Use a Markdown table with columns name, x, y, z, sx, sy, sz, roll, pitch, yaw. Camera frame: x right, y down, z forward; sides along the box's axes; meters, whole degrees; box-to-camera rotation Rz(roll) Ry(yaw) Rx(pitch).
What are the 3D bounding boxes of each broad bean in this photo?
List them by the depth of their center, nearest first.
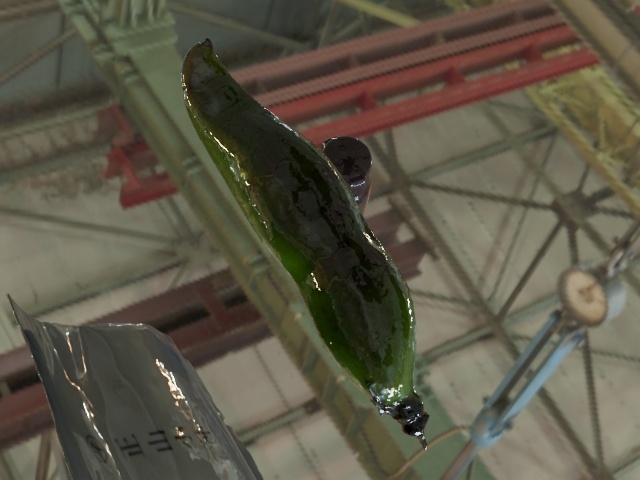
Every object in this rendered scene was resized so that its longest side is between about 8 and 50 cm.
| name | x | y | z | sx | sy | sz | roll | pitch | yaw |
| --- | --- | --- | --- | --- | --- | --- | --- | --- | --- |
| broad bean | 0.000 | 0.000 | 0.826 | 0.077 | 0.061 | 0.339 | -31 | -97 | 2 |

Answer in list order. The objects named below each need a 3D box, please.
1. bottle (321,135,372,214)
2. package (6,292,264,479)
| name | x | y | z | sx | sy | sz | roll | pitch | yaw |
| --- | --- | --- | --- | --- | --- | --- | --- | --- | --- |
| bottle | 0.012 | -0.032 | 1.014 | 0.060 | 0.164 | 0.060 | 4 | -121 | -6 |
| package | -0.110 | 0.148 | 0.756 | 0.062 | 0.251 | 0.204 | -37 | -116 | 11 |
